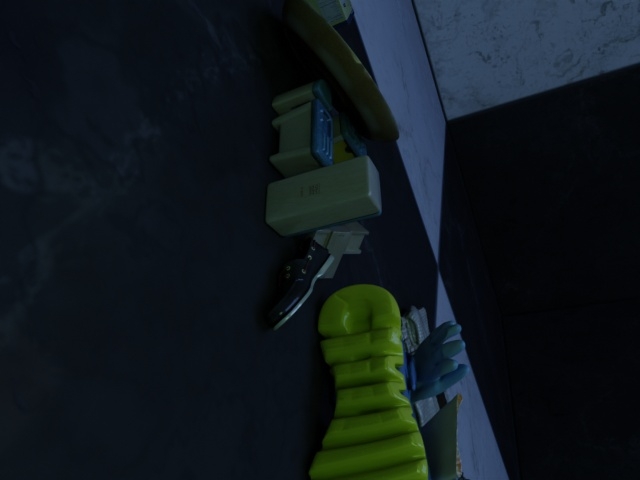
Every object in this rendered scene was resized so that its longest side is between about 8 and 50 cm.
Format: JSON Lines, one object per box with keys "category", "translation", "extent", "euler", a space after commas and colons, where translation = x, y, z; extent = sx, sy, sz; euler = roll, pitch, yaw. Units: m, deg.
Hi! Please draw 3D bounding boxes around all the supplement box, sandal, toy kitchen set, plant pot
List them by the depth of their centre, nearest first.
{"category": "sandal", "translation": [0.064, 0.210, 0.532], "extent": [0.138, 0.126, 0.317], "euler": [60, 29, -47]}
{"category": "toy kitchen set", "translation": [0.029, -0.087, 0.601], "extent": [0.166, 0.122, 0.207], "euler": [44, 40, -53]}
{"category": "toy kitchen set", "translation": [0.000, 0.000, 0.614], "extent": [0.083, 0.068, 0.075], "euler": [1, 30, -38]}
{"category": "plant pot", "translation": [0.020, -0.220, 0.649], "extent": [0.236, 0.032, 0.236], "euler": [50, 3, -4]}
{"category": "supplement box", "translation": [0.014, -0.412, 0.825], "extent": [0.083, 0.056, 0.083], "euler": [62, 27, -31]}

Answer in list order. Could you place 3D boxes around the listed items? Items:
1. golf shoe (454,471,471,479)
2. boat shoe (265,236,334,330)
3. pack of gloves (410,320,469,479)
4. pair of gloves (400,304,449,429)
{"category": "golf shoe", "translation": [0.235, 0.469, 0.865], "extent": [0.198, 0.077, 0.093], "euler": [47, 51, -43]}
{"category": "boat shoe", "translation": [-0.027, 0.044, 0.506], "extent": [0.042, 0.049, 0.133], "euler": [43, 38, -7]}
{"category": "pack of gloves", "translation": [0.127, 0.221, 0.582], "extent": [0.232, 0.046, 0.195], "euler": [115, -8, -47]}
{"category": "pair of gloves", "translation": [0.208, 0.246, 0.942], "extent": [0.204, 0.042, 0.239], "euler": [15, 63, -64]}
